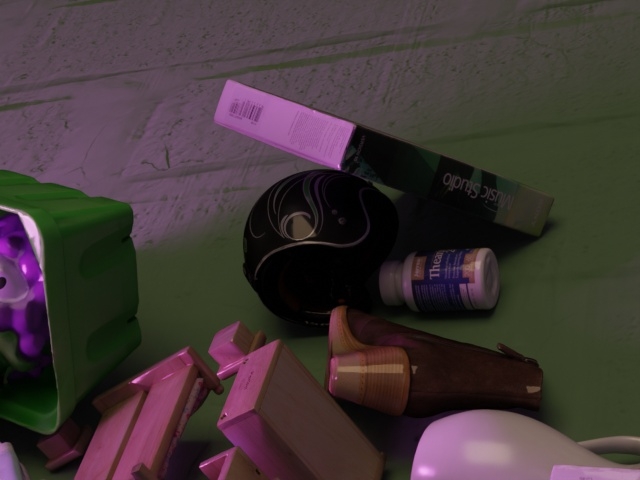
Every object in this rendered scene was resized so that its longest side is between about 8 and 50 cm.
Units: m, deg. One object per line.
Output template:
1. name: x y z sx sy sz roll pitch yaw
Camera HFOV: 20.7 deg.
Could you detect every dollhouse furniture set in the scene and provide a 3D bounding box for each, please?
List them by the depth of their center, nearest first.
1. dollhouse furniture set: -0.135 0.263 1.682 0.355 0.174 0.303 -29 22 29

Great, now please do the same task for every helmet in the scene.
1. helmet: 0.000 0.000 1.935 0.169 0.169 0.161 -9 37 13

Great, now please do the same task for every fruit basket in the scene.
1. fruit basket: -0.417 0.076 1.840 0.392 0.283 0.392 -1 20 0

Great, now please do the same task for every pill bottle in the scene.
1. pill bottle: 0.127 0.043 1.888 0.120 0.067 0.067 -3 33 22

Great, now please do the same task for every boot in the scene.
1. boot: 0.110 0.128 1.762 0.207 0.090 0.248 5 10 -2

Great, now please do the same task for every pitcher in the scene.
1. pitcher: 0.198 0.210 1.551 0.207 0.125 0.178 9 23 21

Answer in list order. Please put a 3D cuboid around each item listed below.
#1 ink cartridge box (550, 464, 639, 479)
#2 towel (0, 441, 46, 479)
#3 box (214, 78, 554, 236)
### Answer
1. ink cartridge box: 0.252 0.288 1.356 0.181 0.056 0.224 0 60 28
2. towel: -0.351 0.349 1.446 0.320 0.090 0.374 -29 31 -2
3. box: 0.072 -0.090 1.947 0.322 0.058 0.232 15 6 -41
